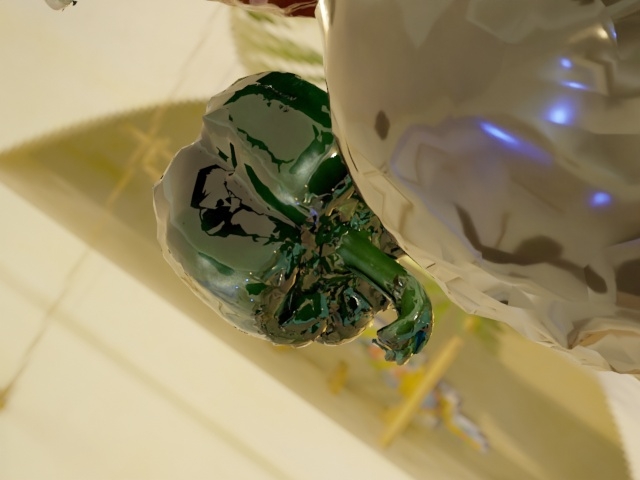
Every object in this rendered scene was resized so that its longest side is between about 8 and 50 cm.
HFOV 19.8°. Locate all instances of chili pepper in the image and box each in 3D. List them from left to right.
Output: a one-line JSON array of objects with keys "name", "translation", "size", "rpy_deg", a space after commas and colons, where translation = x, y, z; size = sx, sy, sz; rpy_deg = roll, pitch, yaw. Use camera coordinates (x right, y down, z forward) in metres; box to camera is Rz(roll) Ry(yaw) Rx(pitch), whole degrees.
[{"name": "chili pepper", "translation": [0.000, 0.000, 1.311], "size": [0.174, 0.261, 0.165], "rpy_deg": [-51, -29, 1]}]

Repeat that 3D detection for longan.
[{"name": "longan", "translation": [0.191, -0.102, 0.920], "size": [0.391, 0.391, 0.391], "rpy_deg": [-54, -2, -3]}]

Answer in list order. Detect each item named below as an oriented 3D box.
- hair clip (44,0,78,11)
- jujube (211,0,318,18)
[{"name": "hair clip", "translation": [-0.201, -0.197, 1.267], "size": [0.072, 0.034, 0.226], "rpy_deg": [-44, 30, -16]}, {"name": "jujube", "translation": [-0.028, -0.262, 1.362], "size": [0.216, 0.342, 0.216], "rpy_deg": [0, -90, -89]}]
